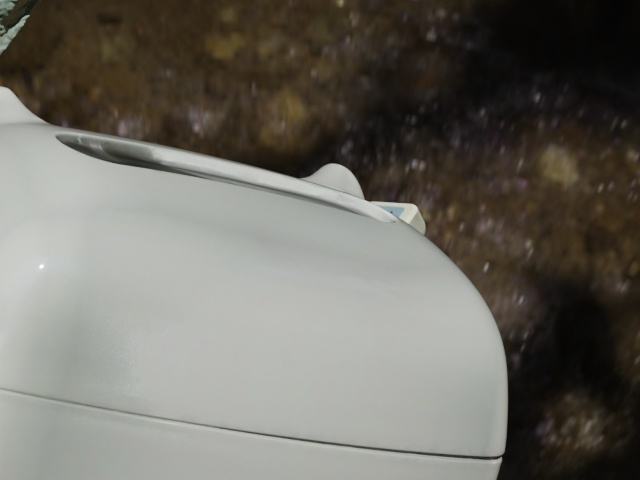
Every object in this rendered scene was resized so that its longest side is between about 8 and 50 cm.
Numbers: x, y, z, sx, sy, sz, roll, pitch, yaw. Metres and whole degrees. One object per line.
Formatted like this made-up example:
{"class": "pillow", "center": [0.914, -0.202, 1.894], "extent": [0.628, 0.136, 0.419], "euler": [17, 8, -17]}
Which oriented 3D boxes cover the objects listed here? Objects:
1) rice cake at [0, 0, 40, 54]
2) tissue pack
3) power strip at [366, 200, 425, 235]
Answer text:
{"class": "rice cake", "center": [-0.269, -0.293, 1.938], "extent": [0.336, 0.063, 0.066], "euler": [-45, 55, 18]}
{"class": "tissue pack", "center": [-0.076, 0.066, 0.989], "extent": [0.333, 0.229, 0.236], "euler": [11, 97, -32]}
{"class": "power strip", "center": [0.000, 0.000, 1.684], "extent": [0.192, 0.035, 0.081], "euler": [6, 46, 36]}
